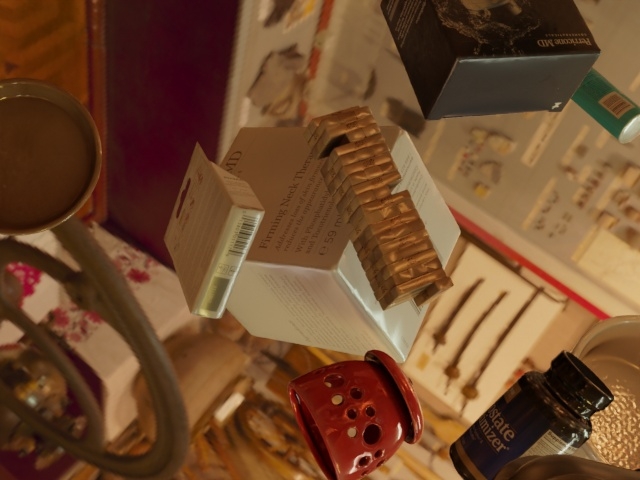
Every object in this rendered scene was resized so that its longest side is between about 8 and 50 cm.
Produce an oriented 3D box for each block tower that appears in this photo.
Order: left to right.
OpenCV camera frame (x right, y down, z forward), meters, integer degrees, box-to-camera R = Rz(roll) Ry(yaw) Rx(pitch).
[{"bbox_3d":[0.085,-0.052,1.373,0.097,0.335,0.091,-20,167,-22],"label":"block tower"}]

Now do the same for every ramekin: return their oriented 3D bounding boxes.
[{"bbox_3d":[0.485,0.268,1.361,0.277,0.277,0.135,-46,171,-27],"label":"ramekin"}]

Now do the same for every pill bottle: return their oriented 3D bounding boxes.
[{"bbox_3d":[0.294,0.260,1.207,0.219,0.123,0.123,-49,167,13],"label":"pill bottle"}]

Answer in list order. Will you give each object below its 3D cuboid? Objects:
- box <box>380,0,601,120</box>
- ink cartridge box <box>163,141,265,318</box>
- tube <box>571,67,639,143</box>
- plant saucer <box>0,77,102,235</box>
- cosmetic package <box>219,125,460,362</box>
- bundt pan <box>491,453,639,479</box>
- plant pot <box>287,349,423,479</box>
[{"bbox_3d":[0.163,-0.209,0.858,0.156,0.158,0.093,-7,151,-19],"label":"box"},{"bbox_3d":[-0.169,-0.021,1.333,0.189,0.066,0.232,-67,-155,21],"label":"ink cartridge box"},{"bbox_3d":[0.378,-0.222,1.246,0.080,0.207,0.052,-17,142,-27],"label":"tube"},{"bbox_3d":[-0.514,-0.142,1.496,0.278,0.278,0.041,-51,178,-10],"label":"plant saucer"},{"bbox_3d":[0.000,0.000,1.715,0.327,0.394,0.329,53,53,-43],"label":"cosmetic package"},{"bbox_3d":[0.172,0.325,0.726,0.331,0.124,0.330,-157,-90,-87],"label":"bundt pan"},{"bbox_3d":[0.060,0.283,1.424,0.174,0.191,0.191,-23,156,-17],"label":"plant pot"}]
